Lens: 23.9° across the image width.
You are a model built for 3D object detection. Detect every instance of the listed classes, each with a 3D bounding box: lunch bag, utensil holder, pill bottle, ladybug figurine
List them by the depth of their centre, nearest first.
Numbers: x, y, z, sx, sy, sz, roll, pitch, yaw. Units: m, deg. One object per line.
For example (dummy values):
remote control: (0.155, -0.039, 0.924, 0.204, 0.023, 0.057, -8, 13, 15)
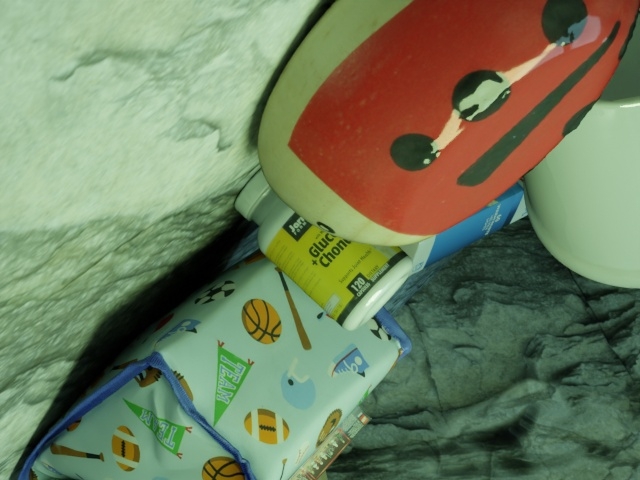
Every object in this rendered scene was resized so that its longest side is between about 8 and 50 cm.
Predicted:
ladybug figurine: (0.131, -0.148, 1.375, 0.305, 0.162, 0.449, 1, 140, -45)
pill bottle: (0.000, 0.000, 1.585, 0.103, 0.184, 0.103, -46, 171, -9)
lunch bag: (-0.136, 0.198, 1.710, 0.385, 0.239, 0.328, -33, -177, 43)
utensil holder: (0.397, -0.176, 1.911, 0.327, 0.327, 0.385, -45, 146, -15)

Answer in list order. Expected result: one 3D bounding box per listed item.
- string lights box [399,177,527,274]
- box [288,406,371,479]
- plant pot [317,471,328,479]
string lights box: (0.178, -0.057, 2.159, 0.260, 0.133, 0.076, -26, 148, -35)
box: (-0.006, 0.258, 1.777, 0.137, 0.027, 0.094, -44, 179, -34)
plant pot: (-0.197, 0.357, 1.995, 0.280, 0.323, 0.323, -7, 142, -50)
